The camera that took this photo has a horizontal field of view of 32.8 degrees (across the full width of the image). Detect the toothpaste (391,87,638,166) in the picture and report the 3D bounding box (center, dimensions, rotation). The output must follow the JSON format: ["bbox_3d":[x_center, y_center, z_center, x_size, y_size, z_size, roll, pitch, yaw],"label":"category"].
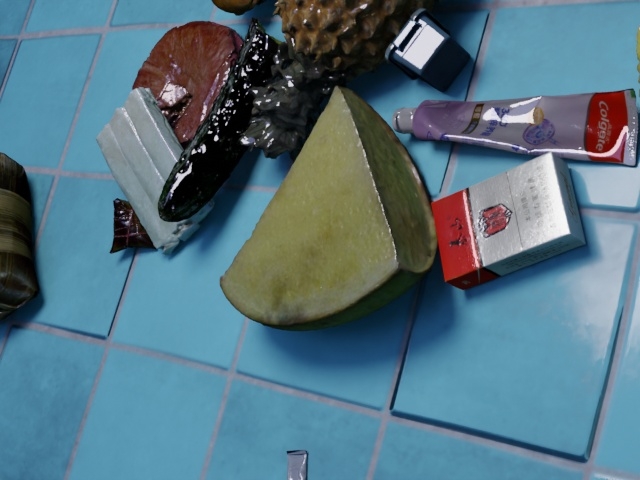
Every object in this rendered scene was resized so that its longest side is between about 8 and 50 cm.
[{"bbox_3d":[0.208,-0.129,1.204,0.301,0.048,0.075,6,72,39],"label":"toothpaste"}]

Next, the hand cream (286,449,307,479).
[{"bbox_3d":[-0.029,0.287,1.248,0.030,0.019,0.093,-18,55,36],"label":"hand cream"}]

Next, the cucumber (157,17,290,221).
[{"bbox_3d":[-0.125,-0.151,1.446,0.303,0.081,0.072,-64,22,-12],"label":"cucumber"}]

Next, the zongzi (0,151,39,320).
[{"bbox_3d":[-0.569,0.029,1.738,0.288,0.134,0.285,-37,46,32],"label":"zongzi"}]

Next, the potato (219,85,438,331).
[{"bbox_3d":[0.000,0.000,1.280,0.255,0.112,0.269,-36,51,29],"label":"potato"}]

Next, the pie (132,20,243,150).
[{"bbox_3d":[-0.191,-0.222,1.566,0.219,0.054,0.204,9,79,41],"label":"pie"}]

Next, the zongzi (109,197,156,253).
[{"bbox_3d":[-0.278,-0.010,1.554,0.074,0.067,0.083,-27,74,21],"label":"zongzi"}]

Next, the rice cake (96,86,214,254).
[{"bbox_3d":[-0.229,-0.095,1.511,0.124,0.038,0.211,-45,70,27],"label":"rice cake"}]

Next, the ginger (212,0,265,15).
[{"bbox_3d":[-0.050,-0.447,1.512,0.309,0.107,0.133,-53,34,5],"label":"ginger"}]

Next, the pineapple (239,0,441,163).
[{"bbox_3d":[0.015,-0.257,1.331,0.202,0.202,0.362,47,115,41],"label":"pineapple"}]

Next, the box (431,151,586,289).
[{"bbox_3d":[0.199,-0.019,1.163,0.152,0.048,0.100,-22,57,29],"label":"box"}]

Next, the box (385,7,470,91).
[{"bbox_3d":[0.130,-0.219,1.274,0.054,0.099,0.074,40,100,27],"label":"box"}]

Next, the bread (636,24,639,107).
[{"bbox_3d":[0.436,-0.143,0.801,0.361,0.245,0.233,127,148,-64],"label":"bread"}]
